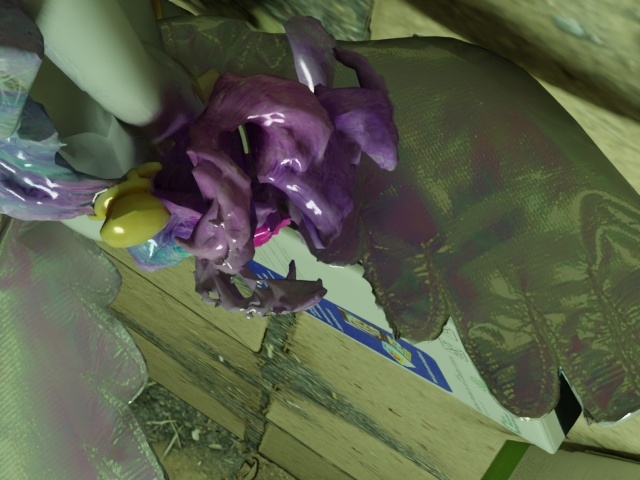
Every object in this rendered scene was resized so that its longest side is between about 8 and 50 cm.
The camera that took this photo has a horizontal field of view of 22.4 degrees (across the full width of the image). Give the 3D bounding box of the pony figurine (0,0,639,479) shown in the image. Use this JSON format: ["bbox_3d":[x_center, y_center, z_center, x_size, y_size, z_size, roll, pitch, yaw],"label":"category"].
[{"bbox_3d":[-0.071,-0.045,0.594,0.351,0.303,0.363,65,-172,30],"label":"pony figurine"}]

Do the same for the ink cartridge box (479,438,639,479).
[{"bbox_3d":[0.170,0.249,1.154,0.097,0.188,0.255,36,169,-13],"label":"ink cartridge box"}]

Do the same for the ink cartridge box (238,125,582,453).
[{"bbox_3d":[0.000,0.000,0.942,0.333,0.065,0.165,27,166,25],"label":"ink cartridge box"}]
